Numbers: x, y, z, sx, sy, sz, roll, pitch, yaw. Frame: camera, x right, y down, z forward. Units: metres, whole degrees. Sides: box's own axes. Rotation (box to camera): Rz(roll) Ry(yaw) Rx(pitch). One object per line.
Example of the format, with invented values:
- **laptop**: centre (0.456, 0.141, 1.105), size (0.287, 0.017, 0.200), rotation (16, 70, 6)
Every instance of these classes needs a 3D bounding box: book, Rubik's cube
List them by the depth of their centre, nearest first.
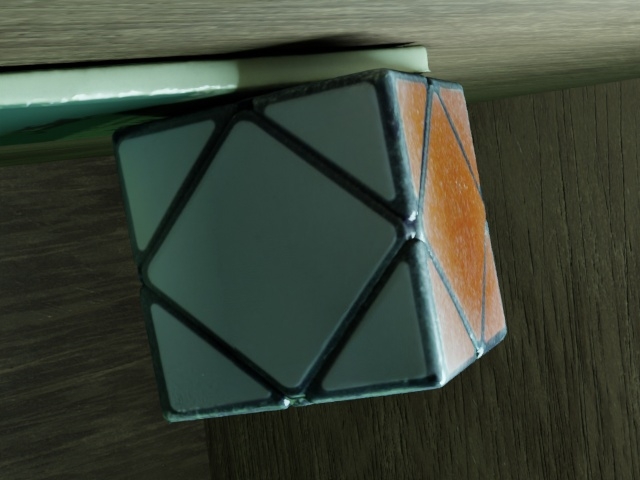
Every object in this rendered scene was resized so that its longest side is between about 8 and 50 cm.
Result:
- **book**: centre (-0.148, -0.097, 0.843), size (0.379, 0.031, 0.264), rotation (-10, -178, -34)
- **Rubik's cube**: centre (0.000, 0.000, 0.849), size (0.205, 0.207, 0.205), rotation (-9, -177, 21)
